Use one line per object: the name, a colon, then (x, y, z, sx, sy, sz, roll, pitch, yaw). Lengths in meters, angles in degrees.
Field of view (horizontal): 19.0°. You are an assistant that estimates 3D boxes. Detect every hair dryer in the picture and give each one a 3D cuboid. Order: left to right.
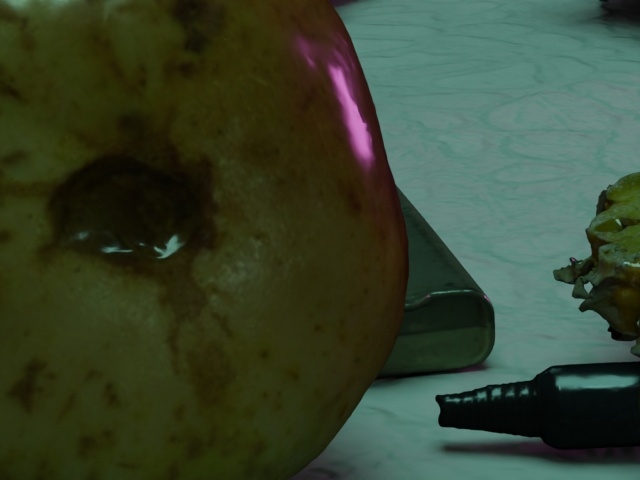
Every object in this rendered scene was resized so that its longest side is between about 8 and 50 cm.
hair dryer: (0.143, 0.061, 0.643, 0.194, 0.050, 0.173, -8, 16, -6)

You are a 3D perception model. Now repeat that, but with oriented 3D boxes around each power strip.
power strip: (0.000, 0.000, 0.847, 0.092, 0.034, 0.268, -6, 19, -10)

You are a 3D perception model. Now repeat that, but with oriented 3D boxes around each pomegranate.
pomegranate: (-0.077, -0.007, 0.620, 0.215, 0.215, 0.215, -2, 18, 0)

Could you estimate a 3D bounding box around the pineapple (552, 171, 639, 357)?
pineapple: (0.184, -0.006, 0.690, 0.221, 0.047, 0.221, -9, 18, 3)
